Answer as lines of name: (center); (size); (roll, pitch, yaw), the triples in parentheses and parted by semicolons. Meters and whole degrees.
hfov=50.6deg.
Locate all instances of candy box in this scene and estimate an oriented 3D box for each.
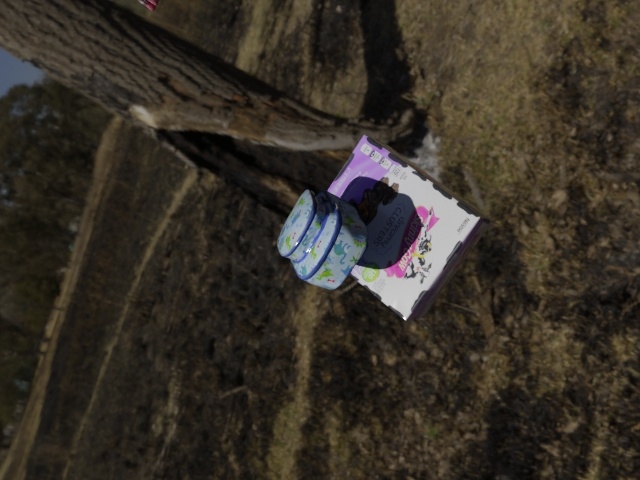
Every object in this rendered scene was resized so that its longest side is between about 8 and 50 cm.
candy box: (0.098, -0.017, 0.901); (0.196, 0.070, 0.164); (39, 104, 24)

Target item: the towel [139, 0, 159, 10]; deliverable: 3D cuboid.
towel: (-0.269, -0.368, 0.784); (0.029, 0.197, 0.144); (-26, 69, 21)

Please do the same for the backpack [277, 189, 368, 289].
backpack: (0.000, 0.000, 0.826); (0.105, 0.084, 0.114); (-59, 26, 14)
